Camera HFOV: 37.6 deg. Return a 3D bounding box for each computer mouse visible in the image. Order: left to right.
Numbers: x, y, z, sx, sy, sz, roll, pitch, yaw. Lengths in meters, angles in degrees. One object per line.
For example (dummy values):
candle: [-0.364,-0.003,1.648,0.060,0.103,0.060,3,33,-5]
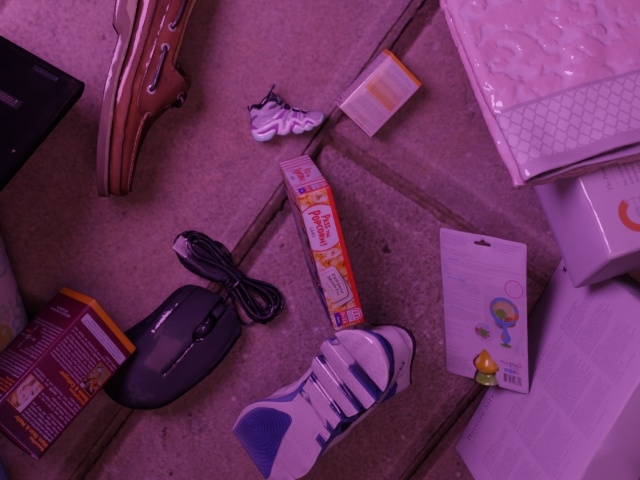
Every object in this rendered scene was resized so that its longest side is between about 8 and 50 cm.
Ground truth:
computer mouse: [-0.194,0.135,1.281,0.188,0.072,0.272,40,98,-24]

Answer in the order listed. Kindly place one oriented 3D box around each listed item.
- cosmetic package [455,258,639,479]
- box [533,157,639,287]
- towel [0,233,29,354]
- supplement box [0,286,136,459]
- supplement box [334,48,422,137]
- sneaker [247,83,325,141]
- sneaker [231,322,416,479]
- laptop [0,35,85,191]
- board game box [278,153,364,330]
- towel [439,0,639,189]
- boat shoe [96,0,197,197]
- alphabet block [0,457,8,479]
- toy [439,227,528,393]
cosmetic package: [0.356,0.230,1.326,0.098,0.284,0.377,21,106,-21]
box: [0.475,-0.100,1.237,0.346,0.168,0.214,-16,74,-6]
towel: [-0.565,0.120,1.187,0.375,0.090,0.320,-13,116,-8]
supplement box: [-0.342,0.166,1.193,0.188,0.081,0.104,-50,131,-24]
supplement box: [0.075,-0.193,1.231,0.098,0.036,0.062,-45,114,7]
sneaker: [-0.046,-0.171,1.211,0.098,0.038,0.069,-16,114,-6]
sneaker: [0.033,0.216,1.322,0.315,0.182,0.127,-45,72,34]
laptop: [-0.536,-0.070,1.004,0.382,0.407,0.236,30,142,-4]
board game box: [0.000,0.000,1.230,0.045,0.146,0.193,-18,114,-5]
towel: [0.342,-0.245,1.166,0.332,0.053,0.316,-16,73,-6]
boat shoe: [-0.205,-0.192,1.128,0.105,0.110,0.307,8,109,-14]
alphabet block: [-0.509,0.402,1.222,0.197,0.192,0.193,-6,138,-11]
toy: [0.246,0.096,1.357,0.056,0.137,0.237,-27,121,-47]
